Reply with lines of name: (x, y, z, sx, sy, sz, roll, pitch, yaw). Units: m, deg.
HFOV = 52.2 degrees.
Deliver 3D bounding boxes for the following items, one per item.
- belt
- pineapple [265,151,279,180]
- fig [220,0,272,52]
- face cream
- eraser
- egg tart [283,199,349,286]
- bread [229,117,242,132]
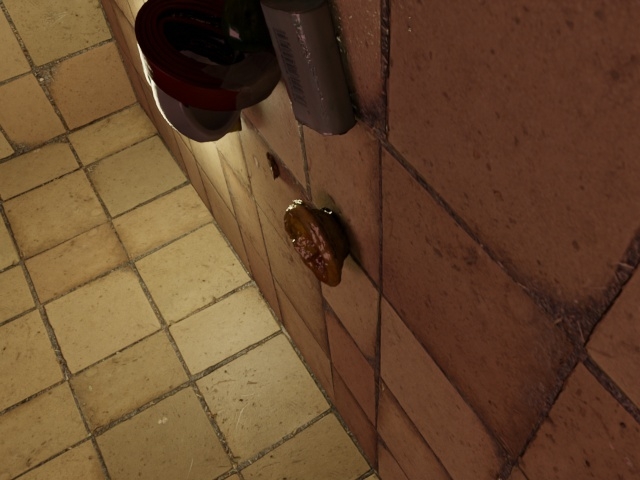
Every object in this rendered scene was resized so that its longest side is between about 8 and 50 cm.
belt: (-0.246, -0.404, 1.426, 0.324, 0.227, 0.115, 27, 163, 2)
pineapple: (-0.135, -0.208, 1.860, 0.045, 0.019, 0.083, 43, 153, 59)
fig: (-0.153, -0.467, 1.314, 0.117, 0.117, 0.177, -150, 45, -64)
face cream: (-0.327, -0.422, 1.698, 0.357, 0.220, 0.312, -132, 37, -53)
eraser: (-0.020, -0.315, 1.156, 0.174, 0.081, 0.226, 39, 152, 49)
egg tart: (0.000, 0.000, 1.605, 0.241, 0.106, 0.241, 52, 161, 27)
bread: (-0.358, -0.487, 2.002, 0.361, 0.077, 0.138, 55, 165, 26)
